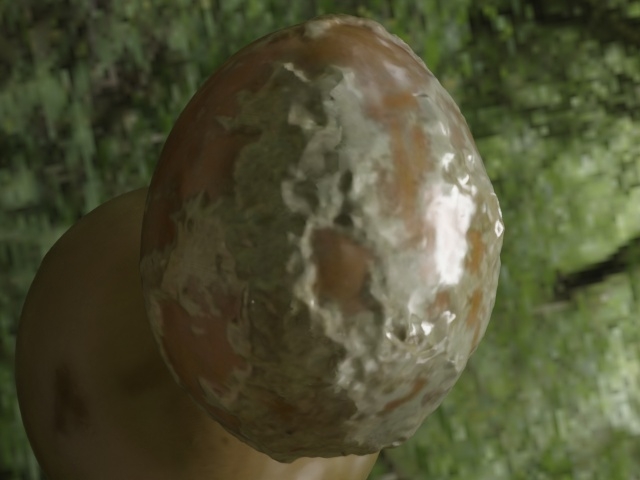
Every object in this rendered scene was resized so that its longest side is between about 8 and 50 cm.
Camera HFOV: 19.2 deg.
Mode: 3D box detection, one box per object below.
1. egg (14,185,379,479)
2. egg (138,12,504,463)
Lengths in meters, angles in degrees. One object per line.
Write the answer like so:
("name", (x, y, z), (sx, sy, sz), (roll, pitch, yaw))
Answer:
("egg", (-0.098, 0.103, 1.548), (0.374, 0.301, 0.301), (-117, -168, -59))
("egg", (0.000, 0.000, 0.980), (0.195, 0.195, 0.233), (-61, 148, -82))
